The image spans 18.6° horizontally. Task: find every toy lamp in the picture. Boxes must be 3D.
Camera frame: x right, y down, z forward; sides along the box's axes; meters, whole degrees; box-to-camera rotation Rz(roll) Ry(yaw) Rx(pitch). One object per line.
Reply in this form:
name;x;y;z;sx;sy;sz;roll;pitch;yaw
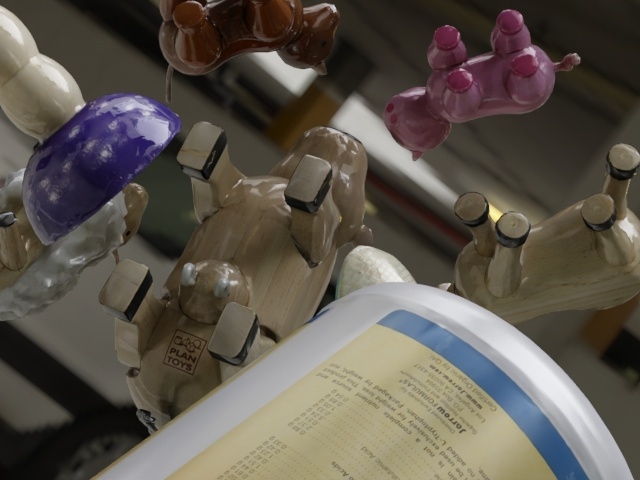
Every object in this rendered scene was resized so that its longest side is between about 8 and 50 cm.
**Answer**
toy lamp;-0.166;-0.122;0.712;0.274;0.080;0.080;50;-5;-11

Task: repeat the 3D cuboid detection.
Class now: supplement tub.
supplement tub;-0.012;0.119;0.585;0.144;0.200;0.144;34;-37;31

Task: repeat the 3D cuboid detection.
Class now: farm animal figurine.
farm animal figurine;0.000;0.000;1.150;0.330;0.327;0.172;36;-19;23

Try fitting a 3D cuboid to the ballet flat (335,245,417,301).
ballet flat;0.047;0.081;0.882;0.057;0.168;0.052;-3;-10;-39
